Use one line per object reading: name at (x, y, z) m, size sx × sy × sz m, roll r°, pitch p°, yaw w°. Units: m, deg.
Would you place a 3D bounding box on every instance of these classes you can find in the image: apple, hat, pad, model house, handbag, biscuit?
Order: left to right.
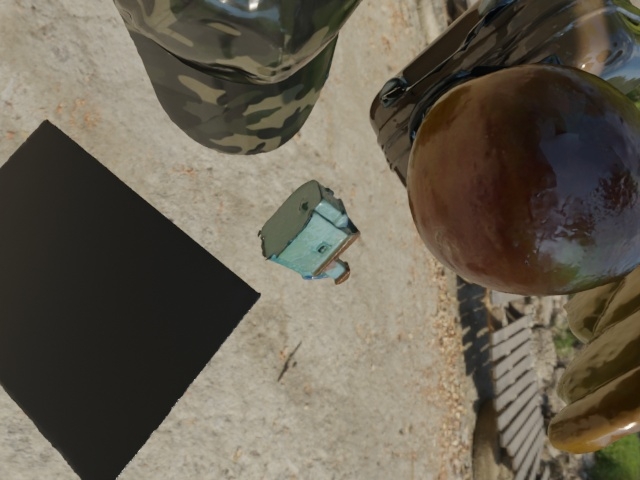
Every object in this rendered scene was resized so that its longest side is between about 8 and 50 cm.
pad at (-0.222, 0.038, 0.439) m, size 0.202 × 0.299 × 0.005 m, roll -52°, pitch 162°, yaw -7°
hat at (-0.076, -0.213, 0.600) m, size 0.382 × 0.365 × 0.257 m, roll 84°, pitch -12°, yaw -47°
model house at (0.000, 0.000, 0.810) m, size 0.148 × 0.148 × 0.119 m, roll 36°, pitch 19°, yaw -28°
handbag at (0.191, -0.170, 0.561) m, size 0.283 × 0.301 × 0.149 m, roll -16°, pitch 77°, yaw -49°
apple at (0.168, -0.044, 0.393) m, size 0.160 × 0.195 × 0.174 m, roll -34°, pitch 116°, yaw -85°
biscuit at (0.333, 0.105, 0.542) m, size 0.045 × 0.154 × 0.299 m, roll 51°, pitch 37°, yaw -2°
